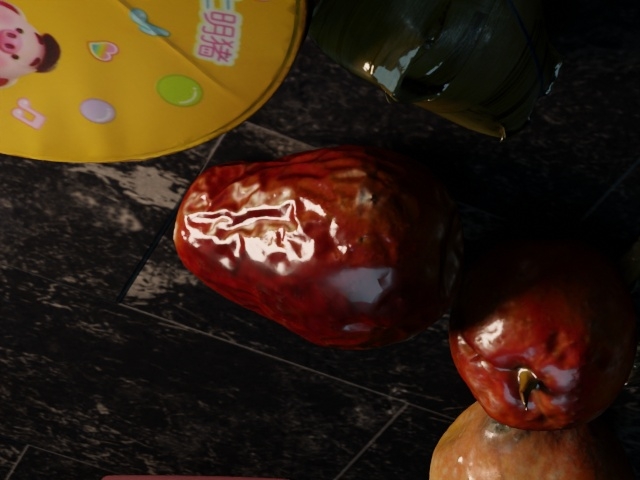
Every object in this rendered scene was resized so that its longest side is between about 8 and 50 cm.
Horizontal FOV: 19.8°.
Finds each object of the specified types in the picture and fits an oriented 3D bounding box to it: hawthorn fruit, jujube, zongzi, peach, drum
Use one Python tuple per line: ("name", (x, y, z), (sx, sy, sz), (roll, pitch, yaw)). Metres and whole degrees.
("hawthorn fruit", (0.198, 0.095, 1.672), (0.179, 0.200, 0.179), (12, 125, 17))
("jujube", (0.000, 0.000, 1.639), (0.255, 0.190, 0.190), (14, 146, 21))
("zongzi", (0.138, -0.229, 1.384), (0.123, 0.289, 0.260), (34, -170, 31))
("peach", (0.212, 0.252, 1.881), (0.233, 0.232, 0.232), (6, 143, 4))
("drum", (-0.195, -0.260, 1.291), (0.431, 0.214, 0.431), (6, 144, 4))

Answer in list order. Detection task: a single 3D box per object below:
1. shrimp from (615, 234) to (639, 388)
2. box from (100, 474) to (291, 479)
("shrimp", (0.336, 0.060, 1.732), (0.253, 0.058, 0.173), (-31, 120, 36))
("box", (-0.143, 0.384, 2.150), (0.294, 0.167, 0.193), (0, 140, 11))
